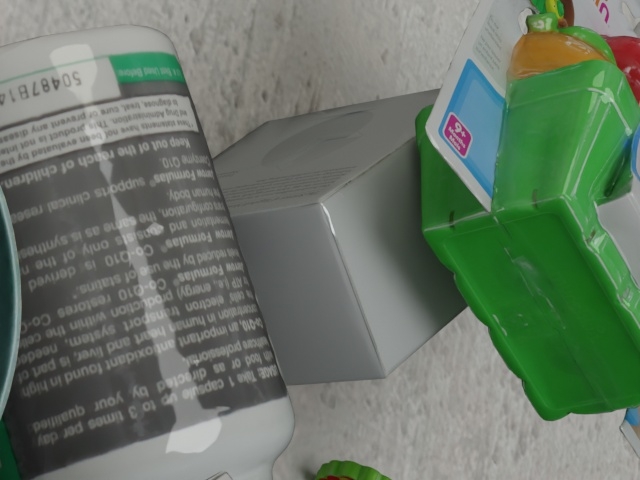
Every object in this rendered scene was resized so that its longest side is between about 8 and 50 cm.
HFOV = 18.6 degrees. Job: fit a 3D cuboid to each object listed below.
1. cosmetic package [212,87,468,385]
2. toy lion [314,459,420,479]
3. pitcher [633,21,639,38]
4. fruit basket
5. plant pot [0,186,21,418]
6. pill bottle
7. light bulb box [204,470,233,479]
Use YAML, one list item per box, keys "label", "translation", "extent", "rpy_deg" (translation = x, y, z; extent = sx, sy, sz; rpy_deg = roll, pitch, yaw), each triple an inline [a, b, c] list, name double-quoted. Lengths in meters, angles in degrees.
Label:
- label: "cosmetic package"
  translation: [0.000, 0.000, 1.412]
  extent: [0.224, 0.224, 0.138]
  rpy_deg: [-35, 110, -46]
- label: "toy lion"
  translation: [0.041, 0.207, 1.545]
  extent: [0.100, 0.096, 0.034]
  rpy_deg: [95, 14, -60]
- label: "pitcher"
  translation: [0.380, -0.112, 1.915]
  extent: [0.178, 0.125, 0.207]
  rpy_deg: [0, 86, -9]
- label: "fruit basket"
  translation: [0.206, -0.065, 1.368]
  extent: [0.327, 0.165, 0.353]
  rpy_deg: [56, 43, -28]
- label: "plant pot"
  translation: [-0.335, 0.032, 1.046]
  extent: [0.293, 0.196, 0.293]
  rpy_deg: [8, 79, -48]
- label: "pill bottle"
  translation: [-0.136, 0.065, 1.218]
  extent: [0.204, 0.204, 0.361]
  rpy_deg: [-12, 82, -49]
- label: "light bulb box"
  translation: [-0.123, 0.378, 1.037]
  extent: [0.361, 0.358, 0.225]
  rpy_deg: [57, 37, 3]
